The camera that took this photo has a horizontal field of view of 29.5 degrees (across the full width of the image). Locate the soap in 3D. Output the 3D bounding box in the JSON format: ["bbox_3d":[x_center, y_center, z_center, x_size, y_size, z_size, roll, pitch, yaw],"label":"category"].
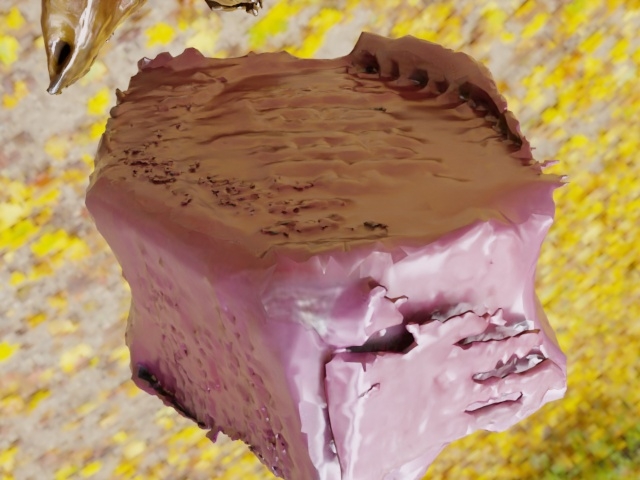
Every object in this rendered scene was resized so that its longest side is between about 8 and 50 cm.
[{"bbox_3d":[0.000,0.000,0.505,0.182,0.289,0.112,-9,115,0],"label":"soap"}]

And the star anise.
[{"bbox_3d":[-0.097,-0.250,0.879,0.346,0.237,0.148,-51,160,-31],"label":"star anise"}]
